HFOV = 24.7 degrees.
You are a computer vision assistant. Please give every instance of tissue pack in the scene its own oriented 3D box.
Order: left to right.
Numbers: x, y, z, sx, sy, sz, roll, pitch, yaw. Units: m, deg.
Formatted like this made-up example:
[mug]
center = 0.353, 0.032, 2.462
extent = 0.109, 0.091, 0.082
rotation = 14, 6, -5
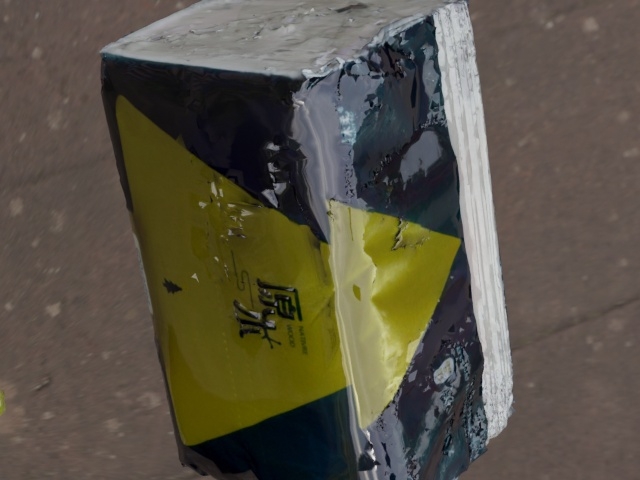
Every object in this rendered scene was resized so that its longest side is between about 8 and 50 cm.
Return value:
[tissue pack]
center = 0.000, 0.000, 1.250
extent = 0.253, 0.264, 0.417
rotation = -33, 124, -46

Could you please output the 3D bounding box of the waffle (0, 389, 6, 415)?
[waffle]
center = -0.367, 0.160, 1.105
extent = 0.243, 0.059, 0.238
rotation = 36, 101, -34
